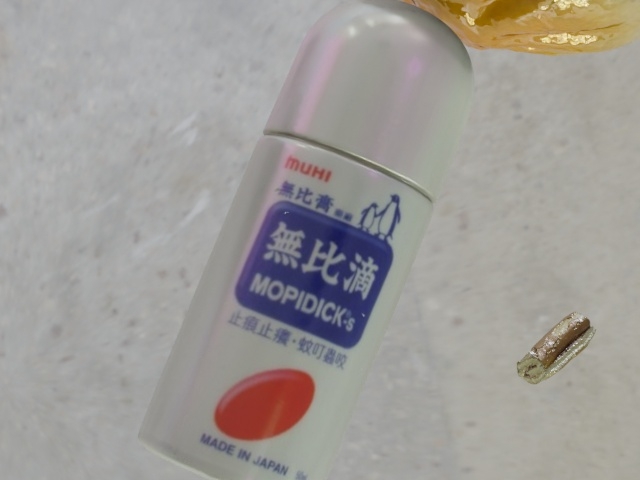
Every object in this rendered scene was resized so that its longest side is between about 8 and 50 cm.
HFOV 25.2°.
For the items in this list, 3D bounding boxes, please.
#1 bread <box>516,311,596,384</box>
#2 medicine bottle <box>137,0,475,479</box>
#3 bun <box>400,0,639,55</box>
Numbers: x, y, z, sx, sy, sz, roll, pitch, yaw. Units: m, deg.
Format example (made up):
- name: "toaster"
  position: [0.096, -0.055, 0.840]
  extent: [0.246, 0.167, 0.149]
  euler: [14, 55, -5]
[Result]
- name: "bread"
  position: [0.224, 0.103, 1.364]
  extent: [0.083, 0.047, 0.036]
  euler: [-35, 75, -32]
- name: "medicine bottle"
  position: [0.000, 0.000, 0.963]
  extent: [0.130, 0.130, 0.341]
  euler: [24, 84, -9]
- name: "bun"
  position: [0.123, -0.230, 1.070]
  extent: [0.299, 0.299, 0.164]
  euler: [33, 98, -7]
